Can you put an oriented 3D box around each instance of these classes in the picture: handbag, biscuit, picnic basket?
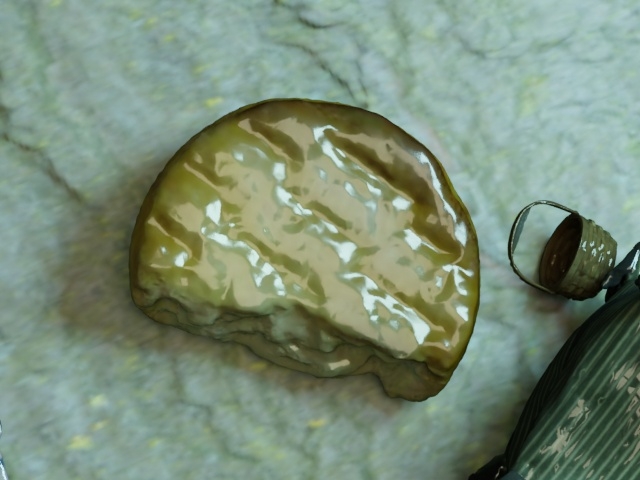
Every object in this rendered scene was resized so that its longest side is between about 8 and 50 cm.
[{"bbox_3d":[0.269,0.161,1.358,0.240,0.247,0.341,35,90,-2],"label":"handbag"},{"bbox_3d":[0.000,0.000,1.424,0.274,0.091,0.213,23,79,-4],"label":"biscuit"},{"bbox_3d":[0.187,0.007,1.466,0.083,0.072,0.072,23,76,-18],"label":"picnic basket"}]

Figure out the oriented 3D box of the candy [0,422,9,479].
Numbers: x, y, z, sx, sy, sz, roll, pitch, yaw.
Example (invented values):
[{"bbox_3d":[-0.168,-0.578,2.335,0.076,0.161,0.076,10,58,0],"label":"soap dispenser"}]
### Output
[{"bbox_3d":[-0.261,0.208,1.349,0.092,0.073,0.160,-17,84,-8],"label":"candy"}]
